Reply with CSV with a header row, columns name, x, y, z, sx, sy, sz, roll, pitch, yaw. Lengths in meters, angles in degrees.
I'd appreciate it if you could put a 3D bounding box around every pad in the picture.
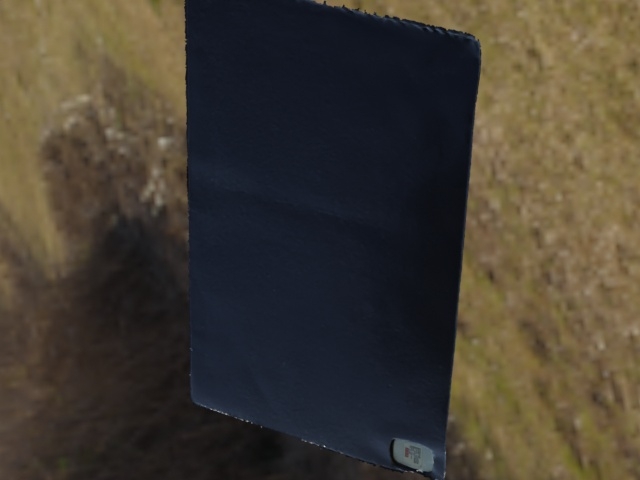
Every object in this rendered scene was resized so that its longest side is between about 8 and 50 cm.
name,x,y,z,sx,sy,sz,roll,pitch,yaw
pad,0.000,0.000,0.617,0.004,0.116,0.193,-46,-35,-51
